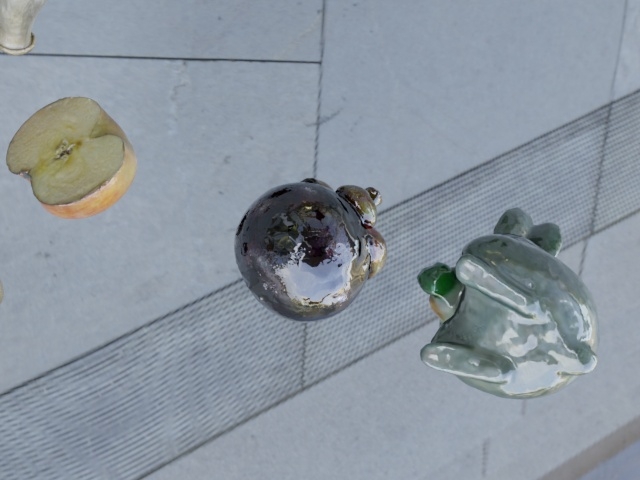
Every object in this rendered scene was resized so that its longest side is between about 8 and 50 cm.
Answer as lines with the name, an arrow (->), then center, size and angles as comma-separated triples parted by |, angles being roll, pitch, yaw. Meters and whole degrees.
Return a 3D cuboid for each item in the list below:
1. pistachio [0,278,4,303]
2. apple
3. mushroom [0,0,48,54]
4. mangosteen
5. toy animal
pistachio -> -0.620, 0.087, 1.348 | 0.130, 0.210, 0.165 | -37, 124, -46
apple -> -0.540, -0.162, 1.827 | 0.251, 0.293, 0.163 | -35, 150, -5
mushroom -> -0.557, -0.458, 1.511 | 0.108, 0.096, 0.247 | -6, 150, -42
mangosteen -> 0.000, 0.000, 1.170 | 0.250, 0.211, 0.211 | -35, 118, -27
toy animal -> 0.162, 0.043, 0.674 | 0.125, 0.251, 0.127 | -38, 88, 24
